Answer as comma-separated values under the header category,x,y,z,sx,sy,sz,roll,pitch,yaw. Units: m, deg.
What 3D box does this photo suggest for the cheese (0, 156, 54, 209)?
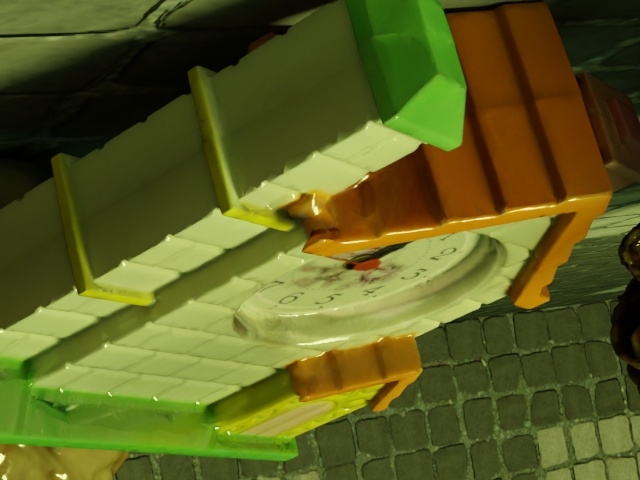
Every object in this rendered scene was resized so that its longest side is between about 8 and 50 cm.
category,x,y,z,sx,sy,sz,roll,pitch,yaw
cheese,-0.166,0.001,0.723,0.286,0.082,0.163,-8,175,-28

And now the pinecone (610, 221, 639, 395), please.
category,x,y,z,sx,sy,sz,roll,pitch,yaw
pinecone,0.348,0.040,1.101,0.244,0.243,0.257,-9,152,-5

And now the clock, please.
category,x,y,z,sx,sy,sz,roll,pitch,yaw
clock,0.000,0.000,0.607,0.255,0.106,0.220,-27,156,30

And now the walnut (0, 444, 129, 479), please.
category,x,y,z,sx,sy,sz,roll,pitch,yaw
walnut,-0.233,0.108,0.903,0.224,0.257,0.257,-49,-169,-24
